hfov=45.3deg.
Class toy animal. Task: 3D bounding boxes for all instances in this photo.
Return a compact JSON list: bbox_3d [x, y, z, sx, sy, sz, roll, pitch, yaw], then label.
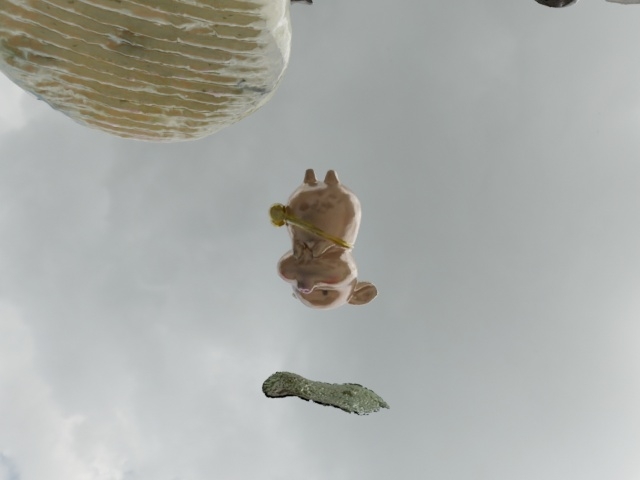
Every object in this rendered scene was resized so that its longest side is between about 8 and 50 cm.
[{"bbox_3d":[-0.002,-0.001,1.339,0.165,0.149,0.247,8,-75,36],"label":"toy animal"}]

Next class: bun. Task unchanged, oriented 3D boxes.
[{"bbox_3d":[-0.122,-0.164,0.512,0.210,0.237,0.116,3,-120,-13],"label":"bun"}]

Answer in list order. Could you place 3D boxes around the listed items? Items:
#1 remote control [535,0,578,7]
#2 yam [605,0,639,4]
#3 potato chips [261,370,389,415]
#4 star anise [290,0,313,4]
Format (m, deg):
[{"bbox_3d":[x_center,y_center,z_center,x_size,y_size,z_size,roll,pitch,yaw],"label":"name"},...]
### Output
[{"bbox_3d":[0.341,-0.407,1.041,0.090,0.066,0.265,15,-129,17],"label":"remote control"},{"bbox_3d":[0.547,-0.413,1.261,0.057,0.241,0.056,-5,-71,-13],"label":"yam"},{"bbox_3d":[0.011,0.256,1.265,0.209,0.142,0.026,7,-81,-19],"label":"potato chips"},{"bbox_3d":[-0.111,-0.524,1.273,0.118,0.332,0.331,-35,-105,6],"label":"star anise"}]
